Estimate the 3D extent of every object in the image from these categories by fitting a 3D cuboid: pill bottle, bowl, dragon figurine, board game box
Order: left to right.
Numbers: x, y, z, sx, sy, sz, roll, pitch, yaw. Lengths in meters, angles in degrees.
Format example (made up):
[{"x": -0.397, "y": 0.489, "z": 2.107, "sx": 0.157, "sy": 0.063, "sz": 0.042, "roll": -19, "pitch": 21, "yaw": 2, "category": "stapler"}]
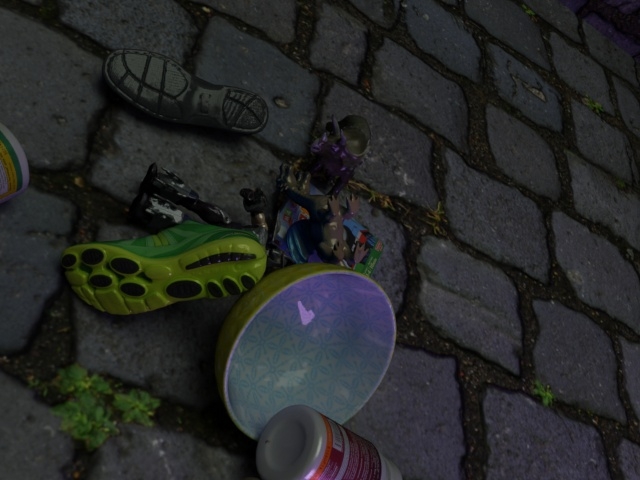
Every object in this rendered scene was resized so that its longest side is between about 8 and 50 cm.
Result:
[{"x": -0.501, "y": -0.075, "z": 0.945, "sx": 0.117, "sy": 0.118, "sz": 0.208, "roll": 51, "pitch": 45, "yaw": 1, "category": "pill bottle"}, {"x": -0.045, "y": 0.149, "z": 1.108, "sx": 0.290, "sy": 0.289, "sz": 0.156, "roll": 8, "pitch": 16, "yaw": -35, "category": "bowl"}, {"x": 0.000, "y": 0.000, "z": 1.257, "sx": 0.085, "sy": 0.144, "sz": 0.288, "roll": -10, "pitch": 90, "yaw": -42, "category": "dragon figurine"}, {"x": 0.010, "y": 0.002, "z": 1.352, "sx": 0.212, "sy": 0.039, "sz": 0.160, "roll": 39, "pitch": 46, "yaw": -11, "category": "board game box"}, {"x": 0.019, "y": 0.332, "z": 1.056, "sx": 0.221, "sy": 0.121, "sz": 0.121, "roll": 39, "pitch": 42, "yaw": -38, "category": "pill bottle"}]

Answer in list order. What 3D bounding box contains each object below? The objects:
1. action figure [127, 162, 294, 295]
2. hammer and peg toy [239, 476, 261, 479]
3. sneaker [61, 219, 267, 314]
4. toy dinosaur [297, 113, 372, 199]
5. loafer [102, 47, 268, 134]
[{"x": -0.165, "y": -0.017, "z": 1.183, "sx": 0.285, "sy": 0.099, "sz": 0.185, "roll": 26, "pitch": 54, "yaw": -20, "category": "action figure"}, {"x": -0.107, "y": 0.472, "z": 0.811, "sx": 0.266, "sy": 0.127, "sz": 0.361, "roll": 42, "pitch": 68, "yaw": -9, "category": "hammer and peg toy"}, {"x": -0.222, "y": 0.036, "z": 1.049, "sx": 0.296, "sy": 0.109, "sz": 0.123, "roll": -3, "pitch": 18, "yaw": 3, "category": "sneaker"}, {"x": 0.048, "y": -0.176, "z": 1.386, "sx": 0.121, "sy": 0.160, "sz": 0.313, "roll": 43, "pitch": 27, "yaw": -5, "category": "toy dinosaur"}, {"x": -0.246, "y": -0.252, "z": 1.299, "sx": 0.303, "sy": 0.095, "sz": 0.109, "roll": 15, "pitch": 84, "yaw": -25, "category": "loafer"}]
